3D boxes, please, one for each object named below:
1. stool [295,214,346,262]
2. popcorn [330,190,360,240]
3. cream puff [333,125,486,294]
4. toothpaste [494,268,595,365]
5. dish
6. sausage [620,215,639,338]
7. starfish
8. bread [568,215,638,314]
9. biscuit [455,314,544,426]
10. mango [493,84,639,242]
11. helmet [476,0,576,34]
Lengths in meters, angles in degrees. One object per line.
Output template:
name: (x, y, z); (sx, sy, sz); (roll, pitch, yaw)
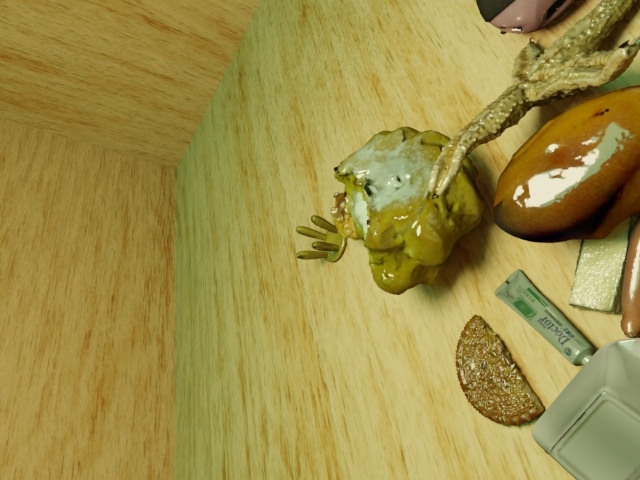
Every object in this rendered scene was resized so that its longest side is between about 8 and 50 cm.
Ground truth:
stool: (0.000, 0.000, 1.322); (0.135, 0.111, 0.134); (43, 114, 54)
popcorn: (0.099, -0.075, 1.176); (0.167, 0.152, 0.148); (-43, 24, 29)
cream puff: (0.194, -0.062, 0.957); (0.275, 0.270, 0.323); (-24, 52, 11)
toothpaste: (0.367, 0.130, 0.758); (0.064, 0.041, 0.218); (-51, 35, 16)
dish: (0.389, 0.237, 0.597); (0.154, 0.064, 0.234); (39, 115, 31)
sausage: (0.447, 0.049, 0.649); (0.047, 0.041, 0.176); (34, -112, -81)
starfish: (0.364, -0.251, 0.726); (0.432, 0.082, 0.324); (-49, 16, -28)
bread: (0.427, 0.033, 0.706); (0.068, 0.028, 0.153); (7, 84, 59)
biscuit: (0.297, 0.242, 0.834); (0.126, 0.025, 0.206); (-57, 36, 29)
mango: (0.391, -0.105, 0.685); (0.287, 0.153, 0.201); (-41, 56, 35)
helmet: (0.403, -0.475, 0.823); (0.253, 0.154, 0.198); (-31, 12, 37)
